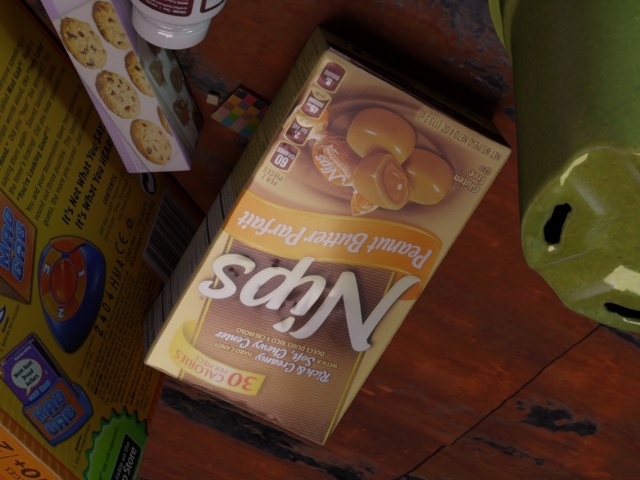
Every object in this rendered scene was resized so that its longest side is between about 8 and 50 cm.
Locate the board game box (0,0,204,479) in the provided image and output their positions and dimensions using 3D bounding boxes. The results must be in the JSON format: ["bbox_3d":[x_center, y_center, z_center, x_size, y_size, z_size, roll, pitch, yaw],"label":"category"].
[{"bbox_3d":[-0.372,0.043,1.369,0.356,0.356,0.356,-13,133,28],"label":"board game box"}]

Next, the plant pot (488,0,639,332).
[{"bbox_3d":[0.235,-0.087,1.020,0.276,0.253,0.276,8,139,7],"label":"plant pot"}]

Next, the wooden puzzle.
[{"bbox_3d":[-0.065,-0.113,1.375,0.083,0.006,0.049,30,137,-20],"label":"wooden puzzle"}]

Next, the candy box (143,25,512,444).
[{"bbox_3d":[0.000,0.000,1.312,0.183,0.087,0.316,27,106,-15],"label":"candy box"}]

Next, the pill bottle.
[{"bbox_3d":[-0.108,-0.225,1.194,0.086,0.086,0.152,16,140,-3],"label":"pill bottle"}]

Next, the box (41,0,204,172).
[{"bbox_3d":[-0.181,-0.188,1.275,0.067,0.063,0.324,-3,138,17],"label":"box"}]
